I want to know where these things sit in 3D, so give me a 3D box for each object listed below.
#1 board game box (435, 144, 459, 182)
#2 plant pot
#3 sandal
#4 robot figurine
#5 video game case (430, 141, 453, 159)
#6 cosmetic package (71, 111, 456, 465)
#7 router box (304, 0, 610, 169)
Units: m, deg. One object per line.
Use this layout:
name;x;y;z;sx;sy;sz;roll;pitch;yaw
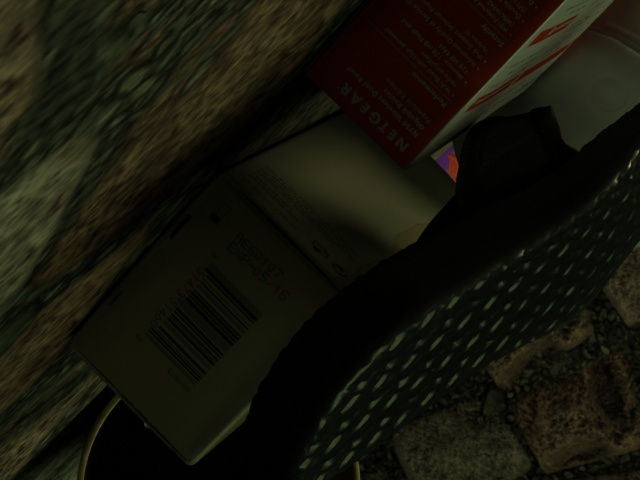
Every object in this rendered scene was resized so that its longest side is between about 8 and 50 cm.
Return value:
board game box;0.069;0.024;2.447;0.347;0.078;0.233;-41;174;-43
plant pot;-0.107;0.203;1.670;0.237;0.237;0.254;-44;-171;-7
sandal;0.097;-0.008;1.103;0.446;0.107;0.167;-27;150;-48
robot figurine;0.229;-0.127;1.451;0.300;0.199;0.353;2;-139;36
video game case;0.110;-0.098;2.012;0.227;0.026;0.206;-44;176;-19
cosmetic package;-0.022;0.017;1.247;0.160;0.113;0.309;-47;175;22
router box;0.163;-0.199;1.126;0.301;0.082;0.335;-46;176;21
